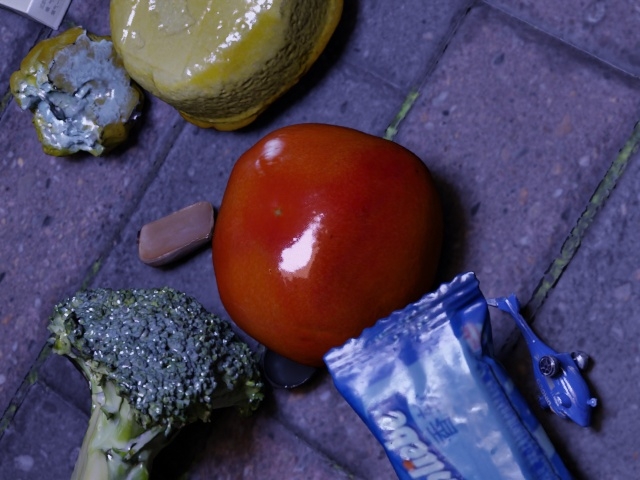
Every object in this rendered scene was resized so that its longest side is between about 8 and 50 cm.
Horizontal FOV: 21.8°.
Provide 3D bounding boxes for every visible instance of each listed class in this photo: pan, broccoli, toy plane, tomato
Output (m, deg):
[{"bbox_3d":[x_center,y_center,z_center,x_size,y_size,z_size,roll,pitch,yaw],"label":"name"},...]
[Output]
[{"bbox_3d":[-0.019,0.107,1.770,0.068,0.023,0.115,11,71,31],"label":"pan"},{"bbox_3d":[-0.196,0.228,1.744,0.252,0.221,0.361,-3,86,35],"label":"broccoli"},{"bbox_3d":[0.216,0.116,1.627,0.062,0.054,0.167,-52,56,37],"label":"toy plane"},{"bbox_3d":[-0.003,-0.002,1.696,0.260,0.180,0.259,-10,65,22],"label":"tomato"}]

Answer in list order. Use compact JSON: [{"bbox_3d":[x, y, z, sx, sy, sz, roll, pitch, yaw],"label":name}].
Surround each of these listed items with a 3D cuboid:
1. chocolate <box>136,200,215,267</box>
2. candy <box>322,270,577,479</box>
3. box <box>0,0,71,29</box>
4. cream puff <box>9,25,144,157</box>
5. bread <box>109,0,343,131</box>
[{"bbox_3d":[-0.157,-0.005,1.870,0.101,0.031,0.064,-25,48,17],"label":"chocolate"},{"bbox_3d":[0.152,0.210,1.585,0.187,0.077,0.331,-32,83,18],"label":"candy"},{"bbox_3d":[-0.348,-0.407,2.060,0.164,0.069,0.256,23,89,31],"label":"box"},{"bbox_3d":[-0.285,-0.171,1.930,0.156,0.156,0.121,4,48,29],"label":"cream puff"},{"bbox_3d":[-0.108,-0.262,1.847,0.270,0.148,0.269,-10,70,30],"label":"bread"}]
